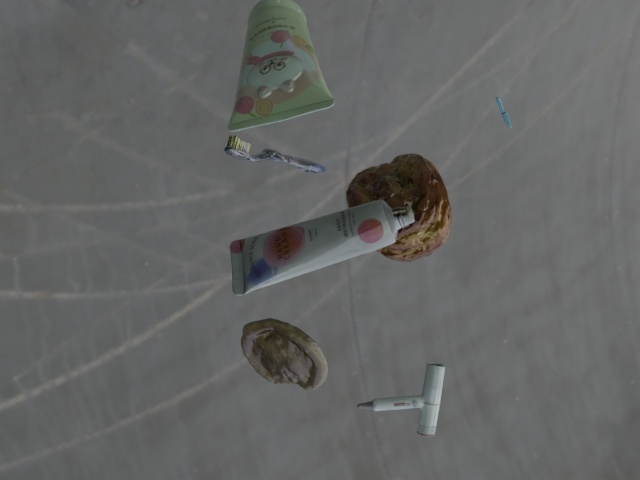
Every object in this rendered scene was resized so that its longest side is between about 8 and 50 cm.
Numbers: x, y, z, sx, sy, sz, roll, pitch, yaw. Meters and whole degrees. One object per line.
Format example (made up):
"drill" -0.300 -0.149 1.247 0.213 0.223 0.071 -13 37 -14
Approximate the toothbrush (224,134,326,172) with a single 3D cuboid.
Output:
"toothbrush" -0.082 -0.169 1.822 0.413 0.035 0.042 5 105 -65

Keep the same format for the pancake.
"pancake" -0.091 0.275 2.103 0.042 0.236 0.222 -48 150 -41

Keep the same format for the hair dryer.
"hair dryer" 0.166 0.327 1.870 0.044 0.183 0.154 -153 -108 -83

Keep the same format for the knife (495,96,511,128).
"knife" 0.426 -0.296 2.050 0.091 0.014 0.005 59 38 -33

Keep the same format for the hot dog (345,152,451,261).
"hot dog" 0.157 -0.083 1.798 0.196 0.272 0.122 -23 133 7

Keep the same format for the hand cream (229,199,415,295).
"hand cream" 0.000 0.000 1.551 0.341 0.124 0.077 -16 141 9

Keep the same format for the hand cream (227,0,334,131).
"hand cream" -0.061 -0.253 1.279 0.147 0.305 0.093 -13 130 6
